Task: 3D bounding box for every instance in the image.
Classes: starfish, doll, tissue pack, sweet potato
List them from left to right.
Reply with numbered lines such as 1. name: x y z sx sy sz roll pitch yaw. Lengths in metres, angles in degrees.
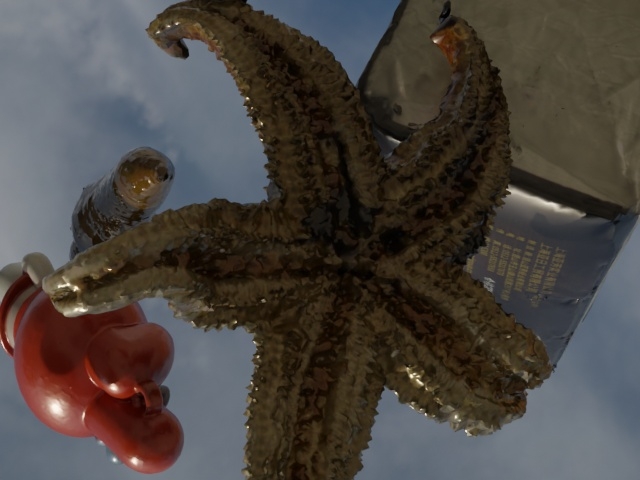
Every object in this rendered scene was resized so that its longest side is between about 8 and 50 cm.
1. doll: -0.218 0.109 1.027 0.130 0.161 0.290 -11 -153 -40
2. sweet potato: -0.150 -0.014 0.808 0.067 0.274 0.067 7 -110 -19
3. starfish: -0.004 -0.001 0.567 0.312 0.113 0.303 -19 -92 -38
4. tissue pack: 0.144 -0.044 0.834 0.210 0.370 0.198 21 -110 10
